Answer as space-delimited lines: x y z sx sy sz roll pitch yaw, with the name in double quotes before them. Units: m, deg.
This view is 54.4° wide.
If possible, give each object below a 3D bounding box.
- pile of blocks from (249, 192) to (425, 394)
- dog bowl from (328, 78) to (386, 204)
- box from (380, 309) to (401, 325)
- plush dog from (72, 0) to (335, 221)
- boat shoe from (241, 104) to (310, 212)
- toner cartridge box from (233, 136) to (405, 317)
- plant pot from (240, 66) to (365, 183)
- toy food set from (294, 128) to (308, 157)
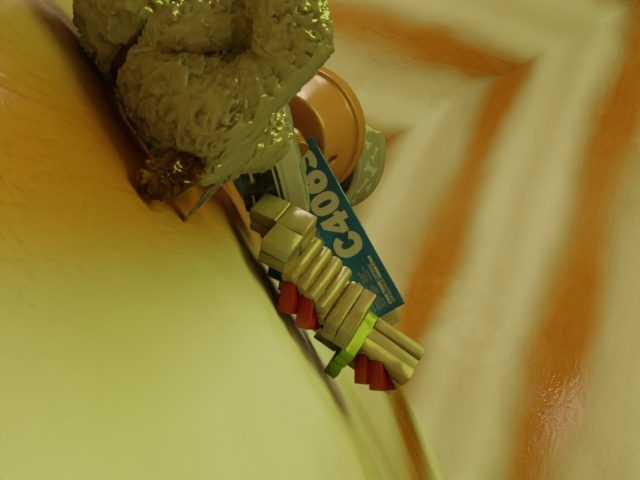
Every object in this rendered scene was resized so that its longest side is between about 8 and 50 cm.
"pile of blocks" -0.005 0.107 0.895 0.362 0.149 0.112 51 48 -15
"dog bowl" -0.023 -0.215 1.477 0.102 0.349 0.348 -41 105 -50
"box" 0.101 0.148 1.662 0.121 0.148 0.311 61 2 33
"plush dog" -0.143 -0.167 0.586 0.225 0.211 0.262 47 -27 7
"boat shoe" -0.092 -0.128 0.840 0.335 0.119 0.121 76 4 -56
"toner cartridge box" 0.000 0.000 1.149 0.347 0.165 0.075 60 4 -6
"plant pot" -0.065 -0.212 1.278 0.290 0.291 0.203 60 20 -9
"toy food set" -0.133 -0.179 0.958 0.232 0.111 0.104 8 43 -47
